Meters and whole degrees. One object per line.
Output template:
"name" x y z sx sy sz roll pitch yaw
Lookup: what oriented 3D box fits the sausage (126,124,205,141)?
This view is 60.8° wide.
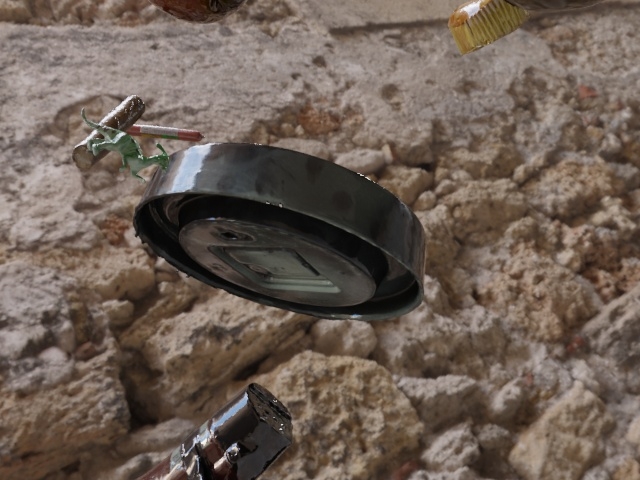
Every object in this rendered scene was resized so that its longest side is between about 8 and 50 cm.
"sausage" -0.393 -0.268 1.359 0.029 0.223 0.030 7 -90 -80

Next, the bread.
"bread" 0.465 -0.627 1.539 0.179 0.133 0.250 -35 15 4

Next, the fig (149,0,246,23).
"fig" -0.164 -0.384 0.732 0.205 0.205 0.205 -28 -30 -18

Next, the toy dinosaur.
"toy dinosaur" -0.166 -0.085 0.467 0.062 0.083 0.021 -11 -22 -32

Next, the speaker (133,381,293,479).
"speaker" -0.190 0.338 0.681 0.329 0.198 0.259 -44 -6 10

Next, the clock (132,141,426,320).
"clock" -0.048 0.007 0.718 0.386 0.385 0.077 64 -143 -61

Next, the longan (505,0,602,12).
"longan" 0.447 -0.610 0.973 0.336 0.404 0.405 -22 -31 -49

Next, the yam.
"yam" -0.425 -0.224 1.108 0.241 0.056 0.057 -71 2 -47
